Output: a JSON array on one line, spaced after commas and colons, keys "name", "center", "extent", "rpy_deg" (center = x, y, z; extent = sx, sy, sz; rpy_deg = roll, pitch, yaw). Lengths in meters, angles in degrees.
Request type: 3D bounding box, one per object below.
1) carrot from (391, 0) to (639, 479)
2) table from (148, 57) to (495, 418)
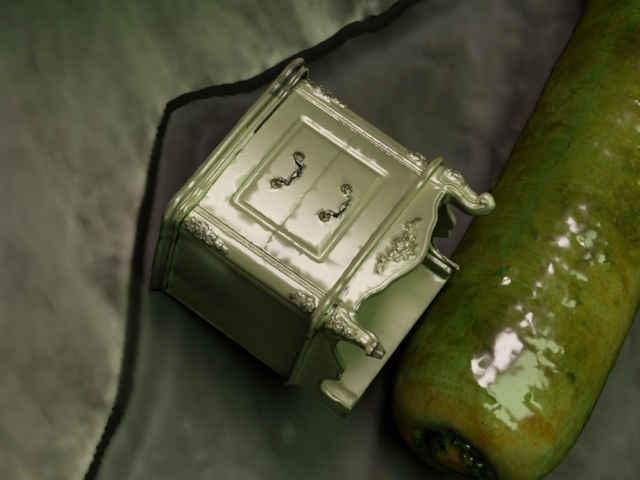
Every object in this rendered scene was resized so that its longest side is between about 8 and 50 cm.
[{"name": "carrot", "center": [0.123, -0.063, 0.706], "extent": [0.074, 0.074, 0.358], "rpy_deg": [39, 62, -22]}, {"name": "table", "center": [0.000, 0.000, 0.600], "extent": [0.083, 0.062, 0.079], "rpy_deg": [35, 63, 7]}]
